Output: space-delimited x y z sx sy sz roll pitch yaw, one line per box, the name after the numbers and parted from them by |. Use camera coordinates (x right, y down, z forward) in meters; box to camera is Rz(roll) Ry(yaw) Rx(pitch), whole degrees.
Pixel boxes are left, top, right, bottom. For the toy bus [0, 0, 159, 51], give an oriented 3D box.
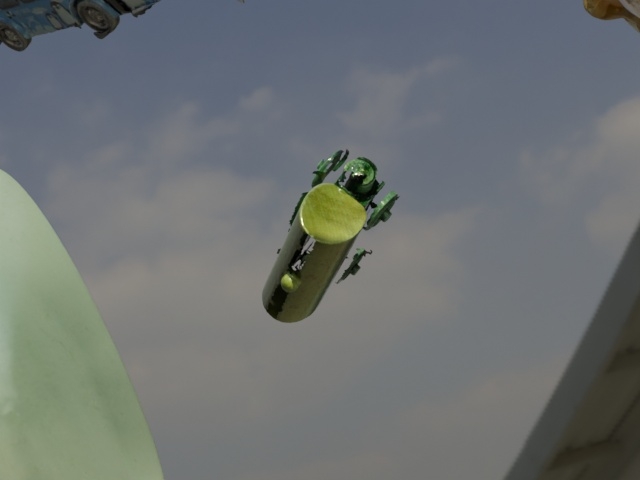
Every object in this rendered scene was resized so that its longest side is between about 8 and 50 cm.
-0.249 -0.261 1.033 0.297 0.106 0.131 -1 -41 41 | toy bus

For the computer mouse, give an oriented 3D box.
-0.193 0.088 0.636 0.159 0.288 0.097 -25 -6 -15 | computer mouse

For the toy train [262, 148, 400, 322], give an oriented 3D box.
-0.007 -0.004 1.596 0.189 0.126 0.307 -36 -13 -29 | toy train

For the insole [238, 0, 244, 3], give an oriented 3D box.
-0.098 -0.276 1.132 0.002 0.053 0.152 -47 -7 -5 | insole

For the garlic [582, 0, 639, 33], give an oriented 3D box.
0.289 -0.186 0.731 0.249 0.286 0.313 -27 8 1 | garlic
